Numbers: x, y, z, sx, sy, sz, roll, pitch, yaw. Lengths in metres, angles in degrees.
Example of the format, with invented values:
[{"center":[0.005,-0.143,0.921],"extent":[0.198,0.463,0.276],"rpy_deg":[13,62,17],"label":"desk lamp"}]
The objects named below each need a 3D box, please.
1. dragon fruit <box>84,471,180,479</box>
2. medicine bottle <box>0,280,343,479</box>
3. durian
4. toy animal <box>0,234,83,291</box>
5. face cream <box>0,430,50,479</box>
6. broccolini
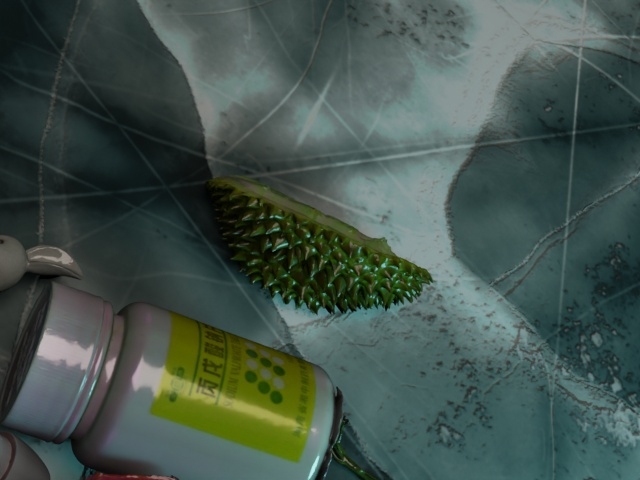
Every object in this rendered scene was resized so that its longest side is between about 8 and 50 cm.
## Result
[{"center":[-0.241,0.415,1.541],"extent":[0.290,0.189,0.291],"rpy_deg":[13,53,-17],"label":"dragon fruit"},{"center":[-0.185,0.199,1.652],"extent":[0.378,0.213,0.214],"rpy_deg":[21,57,-17],"label":"medicine bottle"},{"center":[0.000,0.000,1.895],"extent":[0.351,0.158,0.169],"rpy_deg":[25,44,-11],"label":"durian"},{"center":[-0.409,0.040,1.706],"extent":[0.181,0.131,0.127],"rpy_deg":[-44,122,-29],"label":"toy animal"},{"center":[-0.373,0.275,1.582],"extent":[0.095,0.091,0.091],"rpy_deg":[43,48,-39],"label":"face cream"},{"center":[0.058,0.305,1.844],"extent":[0.052,0.054,0.194],"rpy_deg":[-43,97,-6],"label":"broccolini"}]
